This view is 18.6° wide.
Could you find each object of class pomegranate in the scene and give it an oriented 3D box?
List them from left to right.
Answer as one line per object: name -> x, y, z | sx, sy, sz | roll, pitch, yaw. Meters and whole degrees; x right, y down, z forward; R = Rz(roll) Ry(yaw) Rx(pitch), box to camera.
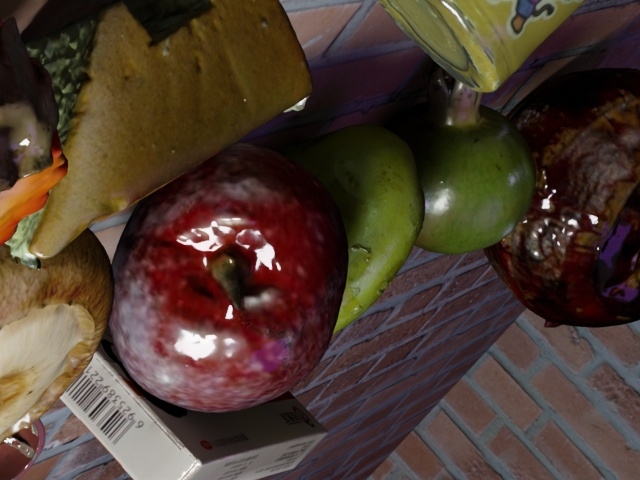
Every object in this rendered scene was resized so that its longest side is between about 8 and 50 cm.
pomegranate -> 0.146, -0.081, 2.052 | 0.179, 0.179, 0.210 | -34, 163, -33

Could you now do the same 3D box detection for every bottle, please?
bottle -> 0.202, -0.297, 1.581 | 0.351, 0.171, 0.171 | -44, 167, -4

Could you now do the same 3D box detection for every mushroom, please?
mushroom -> -0.277, 0.077, 1.389 | 0.278, 0.163, 0.297 | -43, 170, -38

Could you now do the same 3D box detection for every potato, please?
potato -> 0.000, 0.000, 1.876 | 0.253, 0.186, 0.148 | -42, 141, 23

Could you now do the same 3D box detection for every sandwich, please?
sandwich -> -0.134, -0.089, 1.271 | 0.235, 0.128, 0.122 | -36, -162, -36

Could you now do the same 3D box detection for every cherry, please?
cherry -> -0.082, 0.034, 1.689 | 0.300, 0.203, 0.230 | 158, -59, -77

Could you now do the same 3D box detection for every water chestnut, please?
water chestnut -> 0.333, -0.062, 2.490 | 0.350, 0.302, 0.350 | -17, 123, -28

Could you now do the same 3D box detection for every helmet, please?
helmet -> -0.316, 0.184, 1.814 | 0.111, 0.057, 0.089 | -34, 129, -13

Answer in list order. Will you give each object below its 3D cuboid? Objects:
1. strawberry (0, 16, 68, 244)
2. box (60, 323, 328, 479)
strawberry -> -0.298, -0.015, 1.102 | 0.336, 0.149, 0.265 | -39, 177, 34
box -> -0.135, 0.138, 1.847 | 0.069, 0.214, 0.353 | -48, 166, 14
